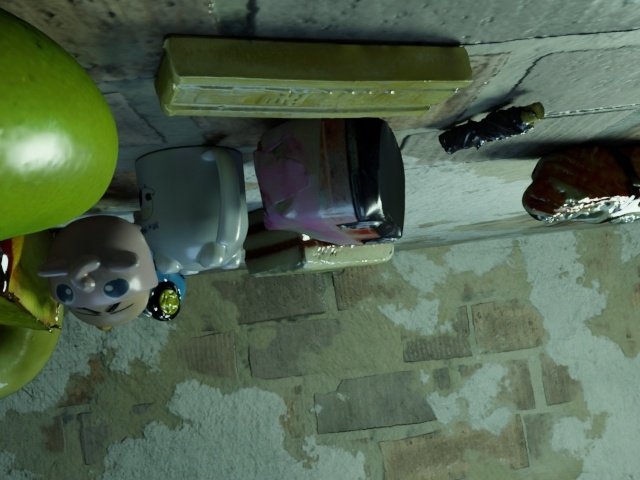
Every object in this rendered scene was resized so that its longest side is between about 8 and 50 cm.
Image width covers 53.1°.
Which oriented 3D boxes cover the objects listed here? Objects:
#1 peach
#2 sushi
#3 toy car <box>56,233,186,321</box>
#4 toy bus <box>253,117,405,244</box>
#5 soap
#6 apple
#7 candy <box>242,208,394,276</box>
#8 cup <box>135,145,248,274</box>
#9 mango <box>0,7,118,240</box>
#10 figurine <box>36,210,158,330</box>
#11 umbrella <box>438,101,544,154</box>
[{"bbox_3d":[-0.472,0.027,0.915,0.153,0.159,0.267,2,160,-2],"label":"peach"},{"bbox_3d":[0.461,-0.091,1.051,0.332,0.124,0.130,-4,163,-17],"label":"sushi"},{"bbox_3d":[-0.419,0.056,1.305,0.198,0.166,0.314,-11,144,34],"label":"toy car"},{"bbox_3d":[0.024,-0.064,0.774,0.147,0.128,0.302,-5,175,14],"label":"toy bus"},{"bbox_3d":[-0.006,-0.132,0.534,0.252,0.037,0.092,-5,173,-19],"label":"soap"},{"bbox_3d":[-0.589,0.134,1.141,0.233,0.295,0.257,5,-176,-36],"label":"apple"},{"bbox_3d":[0.000,0.000,1.334,0.179,0.135,0.320,-10,173,39],"label":"candy"},{"bbox_3d":[-0.140,-0.035,0.792,0.173,0.142,0.134,-11,172,28],"label":"cup"},{"bbox_3d":[-0.228,-0.067,0.374,0.185,0.149,0.273,-19,174,32],"label":"mango"},{"bbox_3d":[-0.321,0.045,1.005,0.176,0.186,0.287,-13,-169,-11],"label":"figurine"},{"bbox_3d":[0.201,-0.132,0.759,0.040,0.037,0.144,4,172,-34],"label":"umbrella"}]
